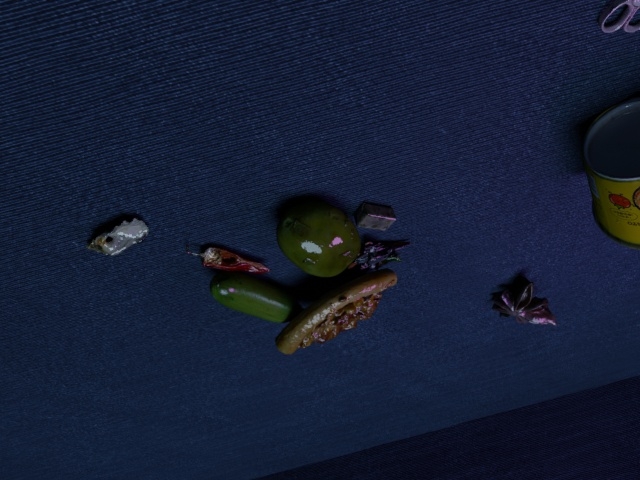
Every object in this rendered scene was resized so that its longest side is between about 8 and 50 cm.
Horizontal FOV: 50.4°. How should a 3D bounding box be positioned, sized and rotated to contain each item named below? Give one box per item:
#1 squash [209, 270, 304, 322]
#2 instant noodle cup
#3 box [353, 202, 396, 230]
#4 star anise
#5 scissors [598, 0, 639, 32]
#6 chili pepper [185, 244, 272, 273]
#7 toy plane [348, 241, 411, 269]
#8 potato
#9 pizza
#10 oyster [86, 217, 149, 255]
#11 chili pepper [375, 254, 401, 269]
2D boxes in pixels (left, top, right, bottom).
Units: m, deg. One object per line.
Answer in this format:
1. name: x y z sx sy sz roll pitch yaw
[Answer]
1. squash: -0.179 0.163 1.918 0.107 0.107 0.395 -32 147 24
2. instant noodle cup: 0.791 -0.176 1.648 0.325 0.325 0.254 -29 134 19
3. box: 0.142 -0.061 1.774 0.098 0.045 0.062 5 143 -29
4. star anise: 0.697 0.218 2.339 0.198 0.111 0.257 -12 139 44
5. scissors: 0.648 -0.508 1.333 0.118 0.030 0.242 -6 147 -17
6. chili pepper: -0.243 0.051 1.790 0.268 0.059 0.050 14 178 -40
7. toy plane: 0.170 0.035 1.910 0.189 0.061 0.130 -8 145 -10
8. potato: 0.000 0.000 1.716 0.253 0.148 0.186 19 136 -41
9. pizza: 0.048 0.212 2.011 0.409 0.114 0.278 -29 161 -1
10. oyster: -0.473 -0.007 1.613 0.121 0.045 0.146 14 129 -32
11. chili pepper: 0.191 0.060 1.990 0.091 0.034 0.030 -20 179 6
